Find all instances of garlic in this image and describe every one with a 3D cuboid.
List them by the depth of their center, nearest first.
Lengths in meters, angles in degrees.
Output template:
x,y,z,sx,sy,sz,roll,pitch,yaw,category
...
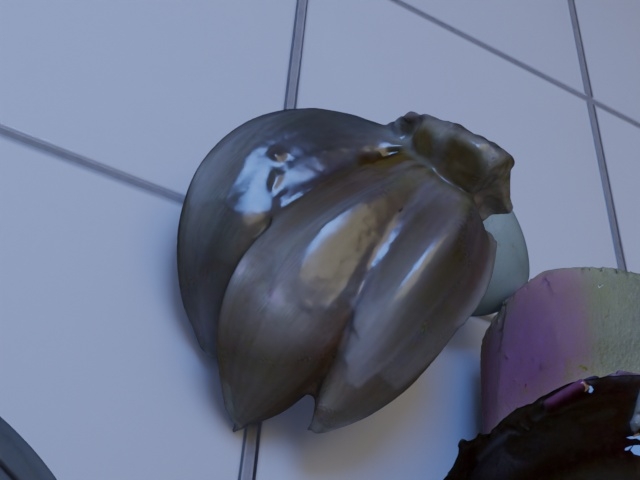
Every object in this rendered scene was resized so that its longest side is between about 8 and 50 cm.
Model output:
x,y,z,sx,sy,sz,roll,pitch,yaw,category
0.001,0.001,0.787,0.325,0.132,0.279,-41,61,-14,garlic

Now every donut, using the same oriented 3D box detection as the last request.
x,y,z,sx,sy,sz,roll,pitch,yaw,category
0.203,0.286,0.681,0.136,0.259,0.345,-45,113,-80,donut

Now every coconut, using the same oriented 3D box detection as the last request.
x,y,z,sx,sy,sz,roll,pitch,yaw,category
0.263,0.171,0.836,0.233,0.233,0.245,24,45,-18,coconut

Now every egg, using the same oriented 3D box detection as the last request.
x,y,z,sx,sy,sz,roll,pitch,yaw,category
0.123,-0.006,0.929,0.209,0.151,0.151,37,44,-1,egg

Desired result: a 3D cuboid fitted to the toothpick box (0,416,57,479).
x,y,z,sx,sy,sz,roll,pitch,yaw,category
-0.299,0.221,0.441,0.229,0.229,0.316,41,46,-2,toothpick box
